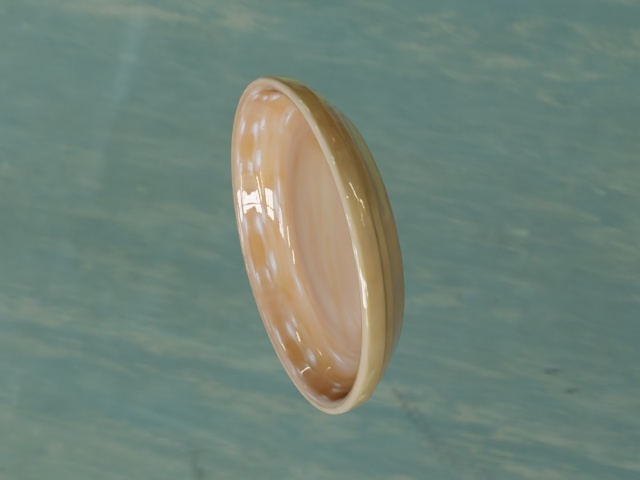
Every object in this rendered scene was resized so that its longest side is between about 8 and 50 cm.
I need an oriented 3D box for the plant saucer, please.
[{"bbox_3d":[0.000,0.000,1.150,0.037,0.200,0.200,-14,70,-20],"label":"plant saucer"}]
